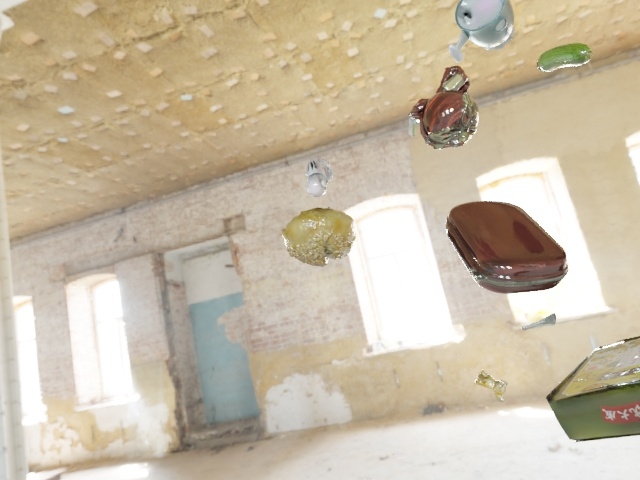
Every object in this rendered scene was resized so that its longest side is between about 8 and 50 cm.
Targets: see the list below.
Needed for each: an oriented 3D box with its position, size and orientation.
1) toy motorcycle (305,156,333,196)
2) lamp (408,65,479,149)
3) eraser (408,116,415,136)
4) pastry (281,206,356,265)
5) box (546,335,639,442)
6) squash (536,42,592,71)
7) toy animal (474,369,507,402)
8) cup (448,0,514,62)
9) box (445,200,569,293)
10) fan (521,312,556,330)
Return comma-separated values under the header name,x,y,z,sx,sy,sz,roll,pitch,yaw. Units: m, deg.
name,x,y,z,sx,sy,sz,roll,pitch,yaw
toy motorcycle,-0.014,-0.249,1.668,0.113,0.112,0.254,-15,29,14
lamp,0.356,-0.362,1.244,0.215,0.223,0.151,-40,-19,9
eraser,0.430,-0.533,2.111,0.019,0.038,0.083,-18,-47,-13
pastry,0.000,0.000,1.904,0.316,0.184,0.284,-8,-36,1
box,0.903,0.381,1.246,0.421,0.138,0.373,-16,-14,-40
squash,0.812,-0.615,1.511,0.068,0.077,0.219,-33,17,-8
toy animal,0.457,0.387,1.200,0.060,0.083,0.081,-47,-26,-27
cup,0.541,-0.703,1.445,0.173,0.167,0.299,16,-55,-48
box,0.519,0.008,1.294,0.264,0.108,0.403,-5,31,0
fan,0.992,0.384,2.053,0.023,0.057,0.282,15,-23,1
